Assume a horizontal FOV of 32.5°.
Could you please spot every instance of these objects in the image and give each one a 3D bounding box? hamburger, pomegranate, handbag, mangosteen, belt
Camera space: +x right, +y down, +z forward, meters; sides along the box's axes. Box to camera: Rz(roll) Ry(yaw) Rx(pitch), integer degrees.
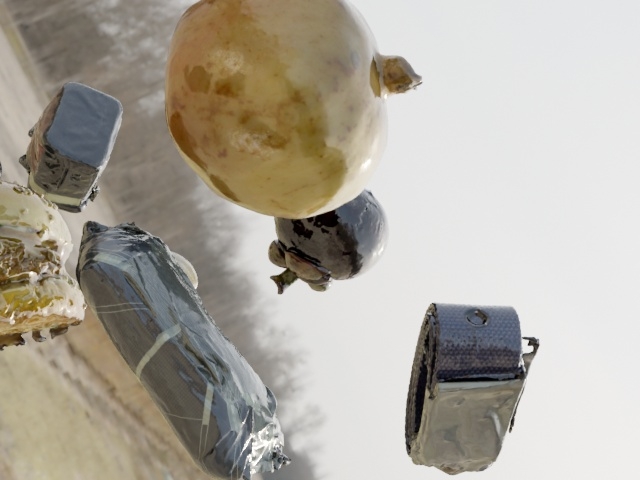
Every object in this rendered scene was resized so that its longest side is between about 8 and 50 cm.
[{"bbox_3d":[-0.569,0.033,1.649,0.287,0.446,0.268,149,-66,-66],"label":"hamburger"},{"bbox_3d":[-0.035,-0.201,1.466,0.342,0.343,0.342,62,-8,15],"label":"pomegranate"},{"bbox_3d":[-0.534,-0.196,2.338,0.181,0.181,0.254,-54,-157,41],"label":"handbag"},{"bbox_3d":[0.000,0.000,1.947,0.211,0.250,0.211,35,13,-9],"label":"mangosteen"},{"bbox_3d":[0.169,0.168,1.247,0.139,0.126,0.230,-92,-173,-47],"label":"belt"}]

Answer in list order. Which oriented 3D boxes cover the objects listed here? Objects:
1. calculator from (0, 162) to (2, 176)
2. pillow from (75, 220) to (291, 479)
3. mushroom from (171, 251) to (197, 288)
[{"bbox_3d":[-0.721,-0.138,2.084,0.177,0.268,0.040,68,17,2],"label":"calculator"},{"bbox_3d":[-0.150,0.107,1.146,0.335,0.093,0.161,52,11,14],"label":"pillow"},{"bbox_3d":[-0.250,0.094,1.655,0.127,0.166,0.166,37,-2,-14],"label":"mushroom"}]
